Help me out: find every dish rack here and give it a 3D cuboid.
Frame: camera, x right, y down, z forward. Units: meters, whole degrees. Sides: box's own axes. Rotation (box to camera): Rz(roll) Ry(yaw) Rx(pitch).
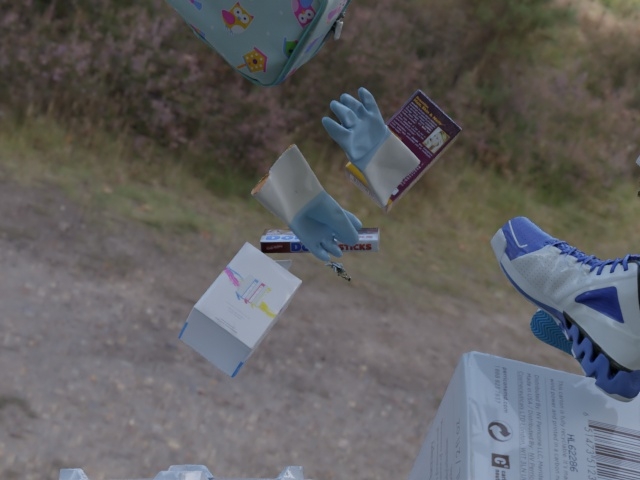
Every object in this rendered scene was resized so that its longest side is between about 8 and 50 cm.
[{"bbox_3d":[-0.166,0.314,1.491,0.285,0.072,0.333,-5,-10,34],"label":"dish rack"}]

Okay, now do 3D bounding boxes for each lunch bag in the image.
[{"bbox_3d":[-0.085,-0.345,1.508,0.279,0.224,0.108,44,43,6],"label":"lunch bag"}]

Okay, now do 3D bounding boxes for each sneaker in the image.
[{"bbox_3d":[0.497,0.186,2.221,0.229,0.087,0.092,38,33,9],"label":"sneaker"},{"bbox_3d":[0.415,0.062,1.792,0.127,0.182,0.315,-3,49,-50],"label":"sneaker"}]

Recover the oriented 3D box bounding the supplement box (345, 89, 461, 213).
[{"bbox_3d":[0.142,-0.153,2.103,0.104,0.188,0.081,43,-7,6],"label":"supplement box"}]

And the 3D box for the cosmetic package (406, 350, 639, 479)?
[{"bbox_3d":[0.316,0.441,1.856,0.327,0.393,0.329,12,42,-5],"label":"cosmetic package"}]

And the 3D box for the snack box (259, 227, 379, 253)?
[{"bbox_3d":[0.000,0.000,1.846,0.178,0.022,0.064,-1,18,5],"label":"snack box"}]

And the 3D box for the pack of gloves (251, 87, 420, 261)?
[{"bbox_3d":[0.038,-0.073,1.555,0.046,0.195,0.232,39,-4,36],"label":"pack of gloves"}]

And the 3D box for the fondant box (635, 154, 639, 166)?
[{"bbox_3d":[0.606,-0.191,1.597,0.330,0.238,0.096,-23,65,-23],"label":"fondant box"}]

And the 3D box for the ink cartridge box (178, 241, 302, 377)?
[{"bbox_3d":[-0.097,0.082,1.538,0.090,0.092,0.143,35,54,2],"label":"ink cartridge box"}]

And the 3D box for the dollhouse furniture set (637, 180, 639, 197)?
[{"bbox_3d":[0.589,-0.072,1.947,0.152,0.058,0.076,29,-6,16],"label":"dollhouse furniture set"}]

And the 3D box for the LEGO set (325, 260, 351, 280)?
[{"bbox_3d":[0.041,0.058,2.485,0.054,0.023,0.083,26,5,-41],"label":"LEGO set"}]
